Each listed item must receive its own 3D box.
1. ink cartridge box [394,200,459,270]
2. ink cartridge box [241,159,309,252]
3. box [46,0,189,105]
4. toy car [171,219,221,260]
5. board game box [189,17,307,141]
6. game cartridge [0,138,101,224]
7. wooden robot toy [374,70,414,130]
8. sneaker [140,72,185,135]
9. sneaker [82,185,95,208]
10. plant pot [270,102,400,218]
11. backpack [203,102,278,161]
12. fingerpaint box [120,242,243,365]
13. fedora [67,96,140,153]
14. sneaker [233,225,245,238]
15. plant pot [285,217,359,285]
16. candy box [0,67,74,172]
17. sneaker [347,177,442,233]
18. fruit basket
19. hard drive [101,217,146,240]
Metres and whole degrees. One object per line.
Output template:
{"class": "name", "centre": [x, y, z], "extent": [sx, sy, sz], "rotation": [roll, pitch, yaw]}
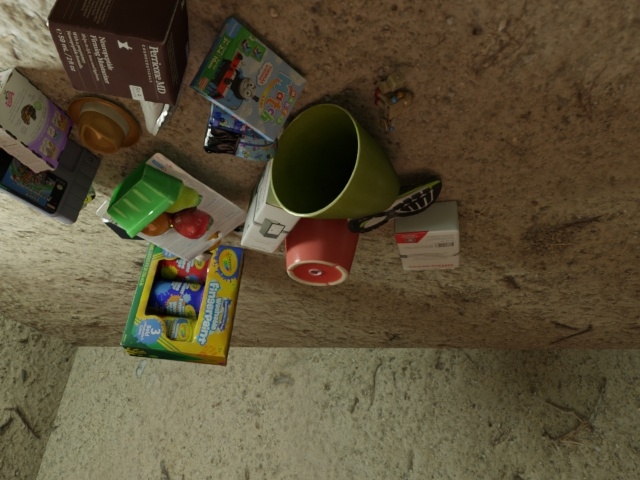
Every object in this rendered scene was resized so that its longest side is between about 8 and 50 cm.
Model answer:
{"class": "ink cartridge box", "centre": [0.360, -0.008, 1.578], "extent": [0.197, 0.114, 0.272], "rotation": [-4, 150, 14]}
{"class": "ink cartridge box", "centre": [-0.132, -0.112, 1.374], "extent": [0.115, 0.198, 0.273], "rotation": [16, 150, -17]}
{"class": "box", "centre": [-0.376, -0.393, 0.914], "extent": [0.203, 0.166, 0.168], "rotation": [8, 152, -6]}
{"class": "toy car", "centre": [-0.451, -0.022, 1.689], "extent": [0.182, 0.159, 0.136], "rotation": [16, -173, -20]}
{"class": "board game box", "centre": [-0.147, -0.335, 1.005], "extent": [0.212, 0.160, 0.039], "rotation": [29, 178, -39]}
{"class": "game cartridge", "centre": [-0.773, -0.217, 1.250], "extent": [0.068, 0.230, 0.355], "rotation": [-10, 149, 26]}
{"class": "wooden robot toy", "centre": [0.176, -0.329, 1.081], "extent": [0.079, 0.076, 0.173], "rotation": [-28, 154, -12]}
{"class": "sneaker", "centre": [-0.391, -0.344, 1.119], "extent": [0.095, 0.090, 0.235], "rotation": [27, 143, -13]}
{"class": "sneaker", "centre": [-0.824, -0.224, 1.390], "extent": [0.147, 0.145, 0.384], "rotation": [-27, 148, -5]}
{"class": "plant pot", "centre": [0.071, -0.165, 1.214], "extent": [0.275, 0.274, 0.294], "rotation": [-17, 159, 36]}
{"class": "backpack", "centre": [-0.179, -0.270, 1.127], "extent": [0.174, 0.158, 0.116], "rotation": [14, 135, -12]}
{"class": "fingerpaint box", "centre": [-0.511, 0.230, 1.825], "extent": [0.372, 0.444, 0.163], "rotation": [8, 151, -4]}
{"class": "fedora", "centre": [-0.577, -0.288, 1.242], "extent": [0.195, 0.079, 0.194], "rotation": [4, 152, 2]}
{"class": "sneaker", "centre": [-0.270, -0.025, 1.741], "extent": [0.098, 0.038, 0.069], "rotation": [12, 155, 7]}
{"class": "plant pot", "centre": [0.000, 0.000, 1.518], "extent": [0.275, 0.243, 0.275], "rotation": [5, 152, 2]}
{"class": "candy box", "centre": [-0.731, -0.292, 1.168], "extent": [0.070, 0.164, 0.196], "rotation": [-6, 150, 18]}
{"class": "sneaker", "centre": [0.208, -0.130, 1.387], "extent": [0.300, 0.121, 0.111], "rotation": [-19, 150, 4]}
{"class": "fruit basket", "centre": [-0.452, -0.091, 1.474], "extent": [0.327, 0.165, 0.353], "rotation": [-33, 137, 28]}
{"class": "hard drive", "centre": [-0.650, -0.057, 1.719], "extent": [0.255, 0.054, 0.172], "rotation": [0, 152, 10]}
